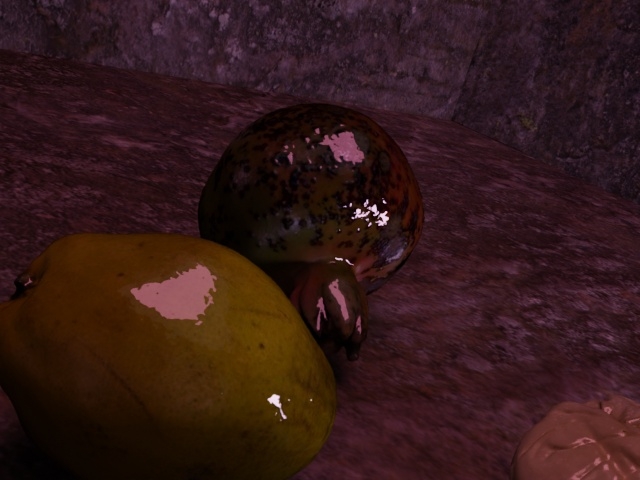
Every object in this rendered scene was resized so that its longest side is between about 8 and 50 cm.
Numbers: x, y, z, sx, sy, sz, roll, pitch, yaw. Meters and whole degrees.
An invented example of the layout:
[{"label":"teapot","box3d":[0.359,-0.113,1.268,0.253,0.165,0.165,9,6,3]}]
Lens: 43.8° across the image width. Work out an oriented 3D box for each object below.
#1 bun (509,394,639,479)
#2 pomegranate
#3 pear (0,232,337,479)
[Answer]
[{"label":"bun","box3d":[0.284,0.224,0.702,0.229,0.145,0.229,18,20,-7]},{"label":"pomegranate","box3d":[0.000,0.000,0.965,0.284,0.285,0.341,9,46,-23]},{"label":"pear","box3d":[-0.112,0.097,0.607,0.269,0.212,0.212,28,15,-16]}]
